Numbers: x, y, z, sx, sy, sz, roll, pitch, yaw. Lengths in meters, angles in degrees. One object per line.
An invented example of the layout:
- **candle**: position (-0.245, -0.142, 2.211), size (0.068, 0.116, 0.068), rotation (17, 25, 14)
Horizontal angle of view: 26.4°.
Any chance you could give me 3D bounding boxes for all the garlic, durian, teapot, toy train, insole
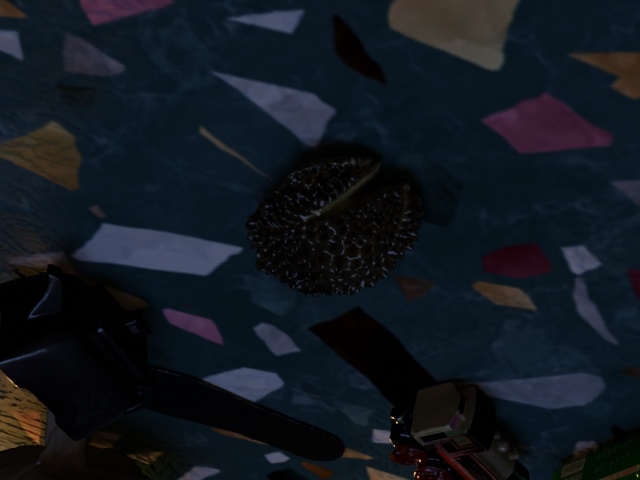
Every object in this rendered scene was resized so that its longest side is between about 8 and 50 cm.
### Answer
- **garlic**: position (-0.230, 0.228, 1.213), size (0.218, 0.218, 0.212), rotation (13, 113, 4)
- **durian**: position (-0.002, 0.000, 0.899), size (0.140, 0.071, 0.110), rotation (-9, 138, 37)
- **teapot**: position (-0.181, 0.081, 1.069), size (0.096, 0.087, 0.177), rotation (-22, 134, 10)
- **toy train**: position (0.115, 0.169, 1.099), size (0.087, 0.050, 0.138), rotation (-17, 134, 32)
- **insole**: position (-0.087, 0.147, 1.183), size (0.232, 0.003, 0.080), rotation (20, 144, -6)

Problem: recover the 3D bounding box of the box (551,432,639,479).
- **box**: position (0.321, 0.247, 1.084), size (0.250, 0.103, 0.180), rotation (29, 142, -20)
